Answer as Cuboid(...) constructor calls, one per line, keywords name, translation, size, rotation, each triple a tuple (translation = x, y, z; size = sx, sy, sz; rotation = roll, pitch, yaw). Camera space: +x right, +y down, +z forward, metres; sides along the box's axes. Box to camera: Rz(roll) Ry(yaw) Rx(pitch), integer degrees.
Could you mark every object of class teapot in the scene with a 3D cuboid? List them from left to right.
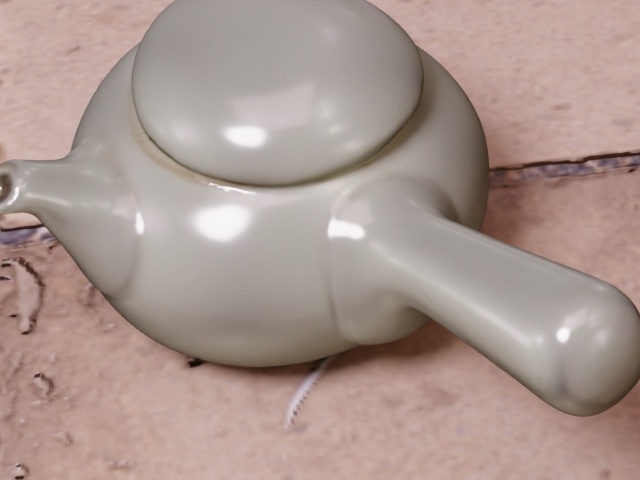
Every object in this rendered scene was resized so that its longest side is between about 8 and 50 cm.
Cuboid(name="teapot", translation=(0.023, -0.023, 0.875), size=(0.318, 0.149, 0.220), rotation=(16, 50, 20))
